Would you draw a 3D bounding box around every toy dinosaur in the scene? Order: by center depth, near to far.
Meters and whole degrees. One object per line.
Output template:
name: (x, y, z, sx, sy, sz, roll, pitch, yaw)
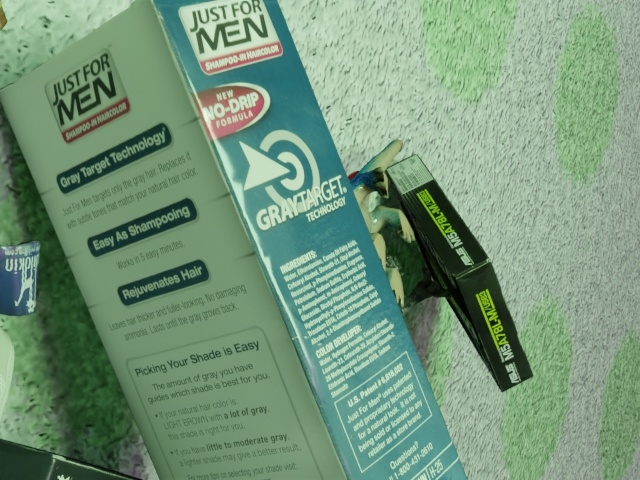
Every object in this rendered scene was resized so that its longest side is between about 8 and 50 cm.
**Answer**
toy dinosaur: (0.051, 0.064, 1.007, 0.064, 0.118, 0.268, 57, 27, 17)

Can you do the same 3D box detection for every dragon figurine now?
dragon figurine: (0.000, 0.000, 0.920, 0.289, 0.144, 0.085, -80, 151, -41)

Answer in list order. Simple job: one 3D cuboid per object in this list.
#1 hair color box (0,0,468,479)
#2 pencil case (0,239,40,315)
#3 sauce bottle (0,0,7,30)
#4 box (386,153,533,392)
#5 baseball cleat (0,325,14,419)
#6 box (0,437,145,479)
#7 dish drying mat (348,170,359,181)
hair color box: (-0.055, 0.031, 0.658, 0.105, 0.173, 0.347, -27, 97, -47)
pencil case: (-0.308, 0.029, 0.386, 0.410, 0.159, 0.184, -17, 89, -55)
sauce bottle: (-0.221, -0.174, 0.592, 0.042, 0.042, 0.128, -51, 137, -39)
box: (0.141, 0.031, 1.074, 0.045, 0.191, 0.184, -26, 132, -1)
baseball cleat: (-0.171, 0.003, 0.407, 0.109, 0.072, 0.206, 14, 75, -71)
box: (-0.187, 0.271, 0.668, 0.184, 0.103, 0.261, 41, 62, -56)
dish drying mat: (0.037, -0.026, 1.043, 0.032, 0.008, 0.083, -45, 131, -45)
